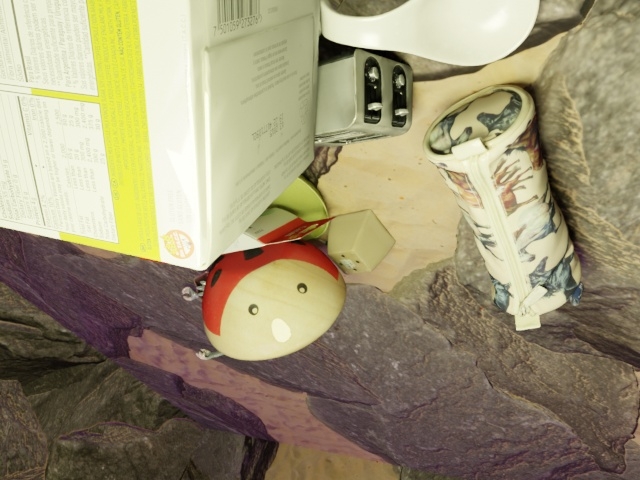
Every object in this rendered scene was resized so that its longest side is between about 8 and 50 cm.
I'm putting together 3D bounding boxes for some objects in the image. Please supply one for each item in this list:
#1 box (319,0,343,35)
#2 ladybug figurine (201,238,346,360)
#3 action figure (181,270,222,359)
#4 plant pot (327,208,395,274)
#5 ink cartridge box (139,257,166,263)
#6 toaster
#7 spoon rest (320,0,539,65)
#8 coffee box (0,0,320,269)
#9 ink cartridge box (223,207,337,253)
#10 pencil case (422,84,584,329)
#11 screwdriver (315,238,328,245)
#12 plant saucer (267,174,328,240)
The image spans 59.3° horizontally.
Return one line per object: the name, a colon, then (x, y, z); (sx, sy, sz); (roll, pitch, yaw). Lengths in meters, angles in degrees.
box: (-0.111, -0.405, 0.761); (0.324, 0.063, 0.067); (35, 142, -15)
ladybug figurine: (-0.116, 0.090, 1.176); (0.162, 0.305, 0.449); (68, 167, -18)
action figure: (-0.263, 0.200, 1.672); (0.275, 0.248, 0.370); (-17, 163, -11)
plant pot: (0.077, 0.012, 1.194); (0.109, 0.096, 0.109); (-10, 133, 41)
ink cartridge box: (-0.477, -0.039, 1.509); (0.134, 0.078, 0.231); (8, 144, 26)
toaster: (0.027, -0.207, 0.843); (0.185, 0.110, 0.168); (-3, -177, 36)
spoon rest: (0.132, -0.281, 0.709); (0.276, 0.084, 0.137); (1, 138, 9)
coffee box: (-0.206, -0.218, 0.625); (0.334, 0.338, 0.338); (10, 118, 15)
ink cartridge box: (-0.104, -0.030, 1.126); (0.224, 0.181, 0.056); (-12, 100, 28)
pencil case: (0.297, -0.045, 0.887); (0.159, 0.184, 0.410); (-16, 131, 24)
screwdriver: (0.000, 0.000, 1.300); (0.169, 0.024, 0.025); (22, 177, 10)
plant saucer: (-0.089, -0.090, 1.217); (0.240, 0.037, 0.241); (18, 147, 12)
